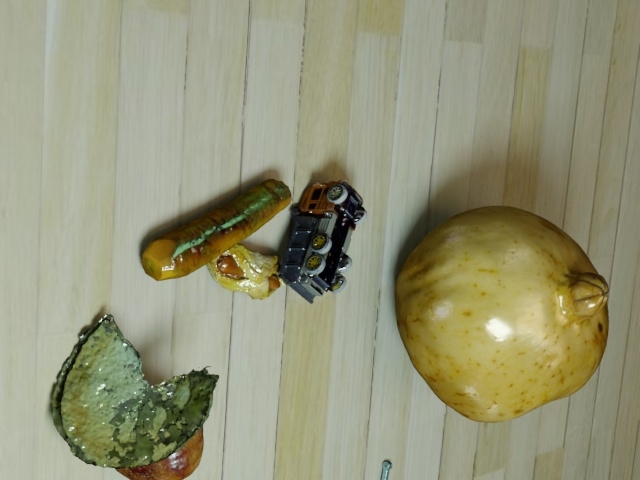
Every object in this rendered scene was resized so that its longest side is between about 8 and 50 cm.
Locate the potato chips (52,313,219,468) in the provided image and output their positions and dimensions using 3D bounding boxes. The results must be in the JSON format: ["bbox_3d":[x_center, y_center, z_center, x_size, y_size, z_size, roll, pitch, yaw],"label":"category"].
[{"bbox_3d":[-0.253,0.211,1.345,0.029,0.219,0.202,70,33,-71],"label":"potato chips"}]

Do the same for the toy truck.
[{"bbox_3d":[0.000,0.000,1.576,0.083,0.092,0.192,42,58,-47],"label":"toy truck"}]

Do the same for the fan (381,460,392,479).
[{"bbox_3d":[0.113,0.509,1.864,0.016,0.038,0.193,7,93,-56],"label":"fan"}]

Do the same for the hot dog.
[{"bbox_3d":[-0.104,0.052,1.529,0.168,0.061,0.078,19,88,-44],"label":"hot dog"}]

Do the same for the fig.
[{"bbox_3d":[-0.209,0.269,1.443,0.201,0.146,0.134,-26,124,-52],"label":"fig"}]

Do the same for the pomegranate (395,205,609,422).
[{"bbox_3d":[0.329,0.118,1.708,0.410,0.410,0.410,-12,108,-41],"label":"pomegranate"}]

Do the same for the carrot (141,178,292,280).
[{"bbox_3d":[-0.149,-0.019,1.471,0.260,0.070,0.070,-34,121,-35],"label":"carrot"}]
